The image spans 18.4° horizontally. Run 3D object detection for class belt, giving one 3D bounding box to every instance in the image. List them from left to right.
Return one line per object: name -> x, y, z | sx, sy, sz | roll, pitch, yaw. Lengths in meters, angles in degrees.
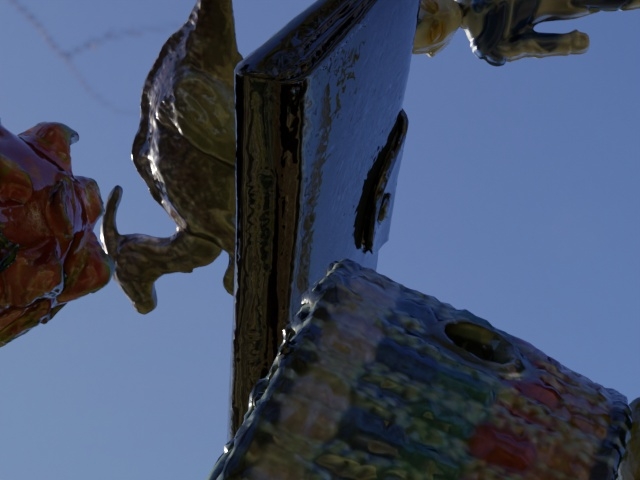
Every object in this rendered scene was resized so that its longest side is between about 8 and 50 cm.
belt -> 0.013, 0.153, 0.712 | 0.160, 0.295, 0.207 | 27, -44, -1

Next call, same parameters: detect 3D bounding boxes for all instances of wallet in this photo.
wallet -> 0.000, 0.000, 1.126 | 0.045, 0.172, 0.318 | 21, -50, 19

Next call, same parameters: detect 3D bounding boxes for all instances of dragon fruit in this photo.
dragon fruit -> -0.206, -0.001, 1.134 | 0.137, 0.236, 0.135 | -27, -86, 18

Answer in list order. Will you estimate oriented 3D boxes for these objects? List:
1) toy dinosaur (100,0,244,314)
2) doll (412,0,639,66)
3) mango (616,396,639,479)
toy dinosaur -> -0.077, -0.067, 1.530 | 0.162, 0.077, 0.294 | 22, -82, 11
doll -> 0.143, -0.178, 1.454 | 0.227, 0.057, 0.114 | -22, -85, -1
mango -> 0.298, 0.149, 0.993 | 0.316, 0.192, 0.146 | 15, -42, -9
